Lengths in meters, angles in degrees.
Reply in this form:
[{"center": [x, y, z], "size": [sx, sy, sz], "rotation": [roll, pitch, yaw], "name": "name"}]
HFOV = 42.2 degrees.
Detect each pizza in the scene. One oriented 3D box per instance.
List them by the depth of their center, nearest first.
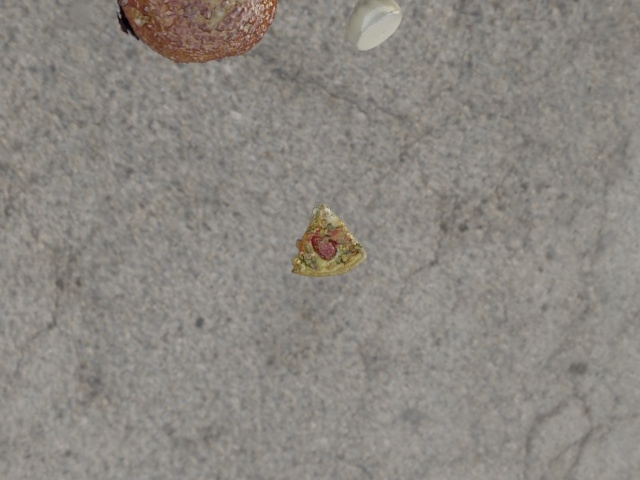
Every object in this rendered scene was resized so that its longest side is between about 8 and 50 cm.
[{"center": [0.000, 0.001, 0.848], "size": [0.083, 0.025, 0.078], "rotation": [-14, 96, 19], "name": "pizza"}]

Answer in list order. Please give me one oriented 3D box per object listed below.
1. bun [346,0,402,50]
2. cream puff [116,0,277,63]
[{"center": [0.111, -0.505, 1.889], "size": [0.138, 0.094, 0.138], "rotation": [-36, 169, -8], "name": "bun"}, {"center": [-0.238, -0.518, 1.654], "size": [0.350, 0.228, 0.351], "rotation": [-3, 99, -20], "name": "cream puff"}]
